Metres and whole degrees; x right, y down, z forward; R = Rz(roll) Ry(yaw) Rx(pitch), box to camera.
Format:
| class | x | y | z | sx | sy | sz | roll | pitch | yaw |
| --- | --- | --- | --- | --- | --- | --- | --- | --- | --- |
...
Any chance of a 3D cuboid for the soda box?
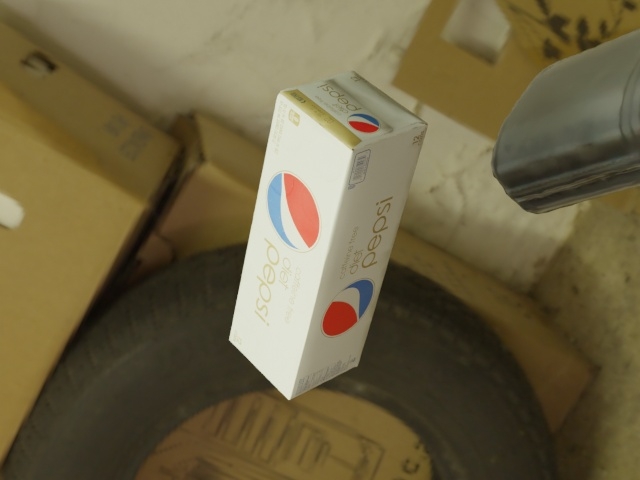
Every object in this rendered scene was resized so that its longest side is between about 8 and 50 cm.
| class | x | y | z | sx | sy | sz | roll | pitch | yaw |
| --- | --- | --- | --- | --- | --- | --- | --- | --- | --- |
| soda box | 0.000 | 0.000 | 0.783 | 0.074 | 0.069 | 0.216 | 41 | 134 | 31 |

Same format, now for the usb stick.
| class | x | y | z | sx | sy | sz | roll | pitch | yaw |
| --- | --- | --- | --- | --- | --- | --- | --- | --- | --- |
| usb stick | 0.154 | -0.061 | 0.336 | 0.077 | 0.045 | 0.278 | -44 | 14 | -30 |
